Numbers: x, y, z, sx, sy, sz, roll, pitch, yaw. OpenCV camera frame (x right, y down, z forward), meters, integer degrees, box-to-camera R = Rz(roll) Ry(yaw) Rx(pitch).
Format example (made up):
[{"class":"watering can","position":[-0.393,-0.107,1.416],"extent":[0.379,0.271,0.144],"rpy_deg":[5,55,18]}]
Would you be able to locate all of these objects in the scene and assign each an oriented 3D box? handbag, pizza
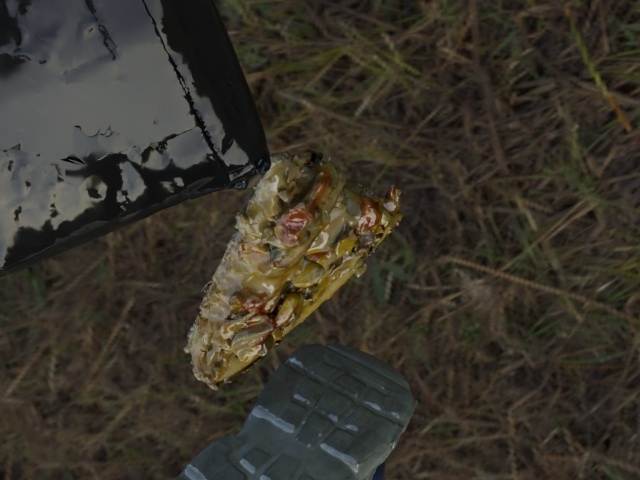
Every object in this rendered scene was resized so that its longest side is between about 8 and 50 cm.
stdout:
[{"class":"handbag","position":[-0.166,-0.098,0.656],"extent":[0.223,0.080,0.247],"rpy_deg":[-21,123,3]},{"class":"pizza","position":[0.000,0.000,1.053],"extent":[0.074,0.251,0.287],"rpy_deg":[42,138,15]}]

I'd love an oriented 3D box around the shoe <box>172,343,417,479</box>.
[{"class":"shoe","position":[-0.026,0.164,0.647],"extent":[0.099,0.227,0.125],"rpy_deg":[27,135,13]}]
